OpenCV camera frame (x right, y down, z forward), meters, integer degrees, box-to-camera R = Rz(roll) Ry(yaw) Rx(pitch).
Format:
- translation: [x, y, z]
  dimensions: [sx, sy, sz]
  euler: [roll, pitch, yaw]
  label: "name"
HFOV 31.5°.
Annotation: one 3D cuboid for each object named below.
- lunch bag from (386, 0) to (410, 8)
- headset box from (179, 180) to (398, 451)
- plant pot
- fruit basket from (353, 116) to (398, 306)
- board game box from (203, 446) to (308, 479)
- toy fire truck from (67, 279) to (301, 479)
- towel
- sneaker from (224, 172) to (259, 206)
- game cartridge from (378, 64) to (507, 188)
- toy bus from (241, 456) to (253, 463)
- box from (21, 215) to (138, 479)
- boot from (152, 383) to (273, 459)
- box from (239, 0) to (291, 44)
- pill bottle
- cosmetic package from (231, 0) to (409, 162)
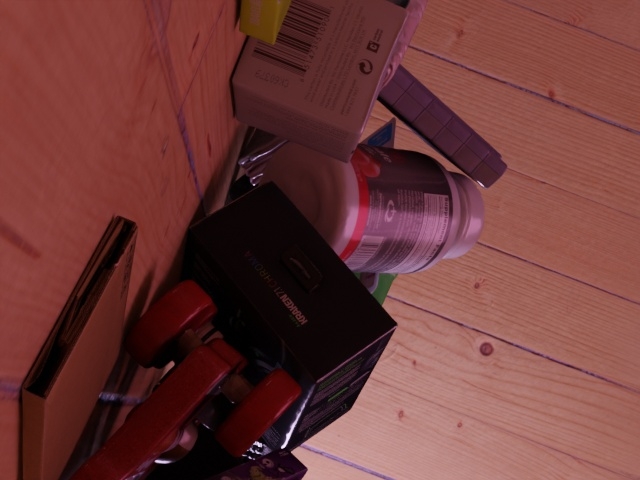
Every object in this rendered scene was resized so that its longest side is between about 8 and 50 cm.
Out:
- translation: [0.072, -0.383, 1.377]
  dimensions: [0.262, 0.160, 0.223]
  euler: [113, -3, -84]
  label: "lunch bag"
- translation: [-0.054, 0.099, 1.414]
  dimensions: [0.131, 0.246, 0.283]
  euler: [-32, 160, -26]
  label: "headset box"
- translation: [-0.196, 0.332, 1.491]
  dimensions: [0.167, 0.188, 0.187]
  euler: [-93, -162, -50]
  label: "plant pot"
- translation: [0.000, 0.000, 1.854]
  dimensions: [0.327, 0.165, 0.353]
  euler: [-36, -139, 44]
  label: "fruit basket"
- translation: [-0.170, 0.350, 1.235]
  dimensions: [0.347, 0.056, 0.208]
  euler: [-8, 131, -56]
  label: "board game box"
- translation: [-0.167, 0.192, 1.212]
  dimensions: [0.254, 0.169, 0.302]
  euler: [-45, 176, -7]
  label: "toy fire truck"
- translation: [0.032, -0.260, 1.614]
  dimensions: [0.317, 0.053, 0.331]
  euler: [-33, -156, 40]
  label: "towel"
- translation: [-0.071, -0.007, 1.652]
  dimensions: [0.101, 0.153, 0.268]
  euler: [111, -10, -65]
  label: "sneaker"
- translation: [0.142, -0.198, 1.687]
  dimensions: [0.068, 0.230, 0.355]
  euler: [-53, -163, 7]
  label: "game cartridge"
- translation: [-0.184, 0.268, 1.682]
  dimensions: [0.149, 0.220, 0.211]
  euler: [126, -50, -85]
  label: "toy bus"
- translation: [-0.188, 0.100, 0.876]
  dimensions: [0.201, 0.021, 0.164]
  euler: [111, 0, -52]
  label: "box"
- translation: [-0.125, 0.219, 1.608]
  dimensions: [0.137, 0.198, 0.076]
  euler: [-59, 170, -38]
  label: "boot"
- translation: [-0.036, -0.265, 1.025]
  dimensions: [0.178, 0.042, 0.109]
  euler: [110, 0, -73]
  label: "box"
- translation: [0.081, -0.043, 1.572]
  dimensions: [0.319, 0.176, 0.176]
  euler: [3, 114, -45]
  label: "pill bottle"
- translation: [-0.004, -0.196, 1.288]
  dimensions: [0.183, 0.152, 0.151]
  euler: [111, 1, -84]
  label: "cosmetic package"
